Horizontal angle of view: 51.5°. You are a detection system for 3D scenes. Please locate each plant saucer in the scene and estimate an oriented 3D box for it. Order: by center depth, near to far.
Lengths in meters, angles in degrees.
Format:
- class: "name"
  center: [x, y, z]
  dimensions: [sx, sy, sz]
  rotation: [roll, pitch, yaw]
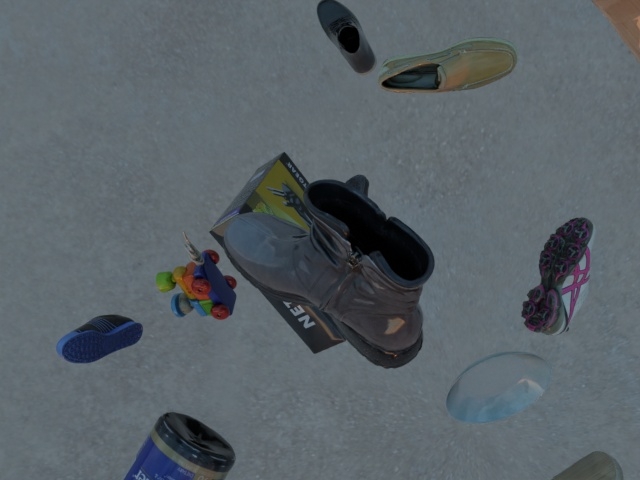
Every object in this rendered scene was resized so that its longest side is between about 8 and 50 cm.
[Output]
- class: "plant saucer"
  center: [0.303, 0.246, 1.152]
  dimensions: [0.195, 0.195, 0.037]
  rotation: [-24, 42, 5]

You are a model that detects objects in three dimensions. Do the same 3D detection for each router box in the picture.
- class: "router box"
  center: [-0.041, 0.018, 1.251]
  dimensions: [0.081, 0.243, 0.309]
  rotation: [-28, 111, 32]

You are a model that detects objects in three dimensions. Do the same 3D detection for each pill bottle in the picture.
- class: "pill bottle"
  center: [-0.220, 0.357, 0.900]
  dimensions: [0.123, 0.123, 0.219]
  rotation: [30, 88, 18]

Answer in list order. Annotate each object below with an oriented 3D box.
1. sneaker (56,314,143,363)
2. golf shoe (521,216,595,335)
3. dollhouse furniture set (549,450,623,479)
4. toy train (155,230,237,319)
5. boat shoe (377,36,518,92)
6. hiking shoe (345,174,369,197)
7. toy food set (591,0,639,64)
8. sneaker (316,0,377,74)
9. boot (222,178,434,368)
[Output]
- class: "sneaker"
  center: [-0.526, 0.223, 1.538]
  dimensions: [0.090, 0.232, 0.081]
  rotation: [15, 100, 29]
- class: "golf shoe"
  center: [0.373, 0.055, 1.006]
  dimensions: [0.067, 0.086, 0.186]
  rotation: [37, 110, 56]
- class: "dollhouse furniture set"
  center: [0.467, 0.439, 0.693]
  dimensions: [0.362, 0.394, 0.256]
  rotation: [31, 121, -14]
- class: "toy train"
  center: [-0.293, 0.074, 1.425]
  dimensions: [0.143, 0.248, 0.105]
  rotation: [-12, 43, 19]
- class: "boat shoe"
  center: [0.172, -0.227, 0.903]
  dimensions: [0.190, 0.072, 0.068]
  rotation: [-9, 116, 18]
- class: "hiking shoe"
  center: [0.090, -0.044, 1.617]
  dimensions: [0.086, 0.114, 0.227]
  rotation: [7, 83, 46]
- class: "toy food set"
  center: [0.268, -0.045, 0.244]
  dimensions: [0.219, 0.306, 0.092]
  rotation: [-29, 26, 40]
- class: "sneaker"
  center: [0.052, -0.493, 1.524]
  dimensions: [0.083, 0.118, 0.222]
  rotation: [-36, 72, 9]
- class: "boot"
  center: [0.000, 0.000, 0.836]
  dimensions: [0.338, 0.223, 0.118]
  rotation: [28, 59, 25]
